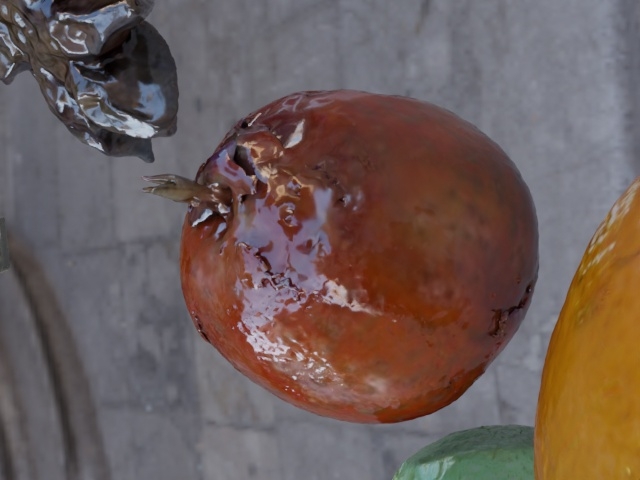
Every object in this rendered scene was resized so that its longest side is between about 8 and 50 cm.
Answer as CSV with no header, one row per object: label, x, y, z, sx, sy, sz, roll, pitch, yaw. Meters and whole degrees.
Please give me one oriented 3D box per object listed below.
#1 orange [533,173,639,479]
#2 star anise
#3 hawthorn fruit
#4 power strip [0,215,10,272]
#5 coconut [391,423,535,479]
orange,0.306,0.120,0.756,0.424,0.326,0.424,30,142,27
star anise,-0.237,-0.188,1.260,0.315,0.108,0.315,29,146,22
hawthorn fruit,0.000,0.000,1.102,0.276,0.307,0.276,-21,61,44
power strip,-0.316,0.008,1.313,0.123,0.032,0.056,-38,-55,-81
coconut,0.181,0.329,1.230,0.328,0.281,0.328,-9,-90,-85
